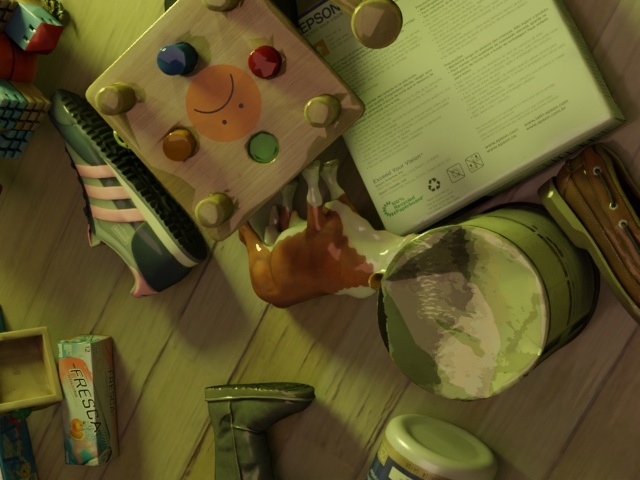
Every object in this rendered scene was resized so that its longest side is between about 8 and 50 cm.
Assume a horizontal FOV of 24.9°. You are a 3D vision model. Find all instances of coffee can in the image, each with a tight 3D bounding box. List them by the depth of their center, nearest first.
[{"bbox_3d":[0.207,0.065,1.733,0.202,0.275,0.201,3,97,22],"label":"coffee can"}]

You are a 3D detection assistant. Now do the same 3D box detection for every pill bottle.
[{"bbox_3d":[0.115,0.372,1.878,0.153,0.153,0.264,25,105,18],"label":"pill bottle"}]

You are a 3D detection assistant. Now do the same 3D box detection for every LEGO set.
[{"bbox_3d":[-0.390,-0.338,2.068,0.054,0.023,0.083,-37,69,20],"label":"LEGO set"}]

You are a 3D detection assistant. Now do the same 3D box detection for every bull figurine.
[{"bbox_3d":[0.000,0.000,1.859,0.310,0.101,0.188,-18,86,50],"label":"bull figurine"}]

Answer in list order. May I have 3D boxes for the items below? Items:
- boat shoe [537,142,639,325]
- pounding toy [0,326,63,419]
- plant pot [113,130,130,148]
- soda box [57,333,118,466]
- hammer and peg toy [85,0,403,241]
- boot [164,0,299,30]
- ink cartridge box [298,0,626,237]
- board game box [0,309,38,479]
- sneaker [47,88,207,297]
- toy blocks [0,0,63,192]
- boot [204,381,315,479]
[{"bbox_3d":[0.395,0.019,1.740,0.104,0.111,0.307,-44,80,22],"label":"boat shoe"},{"bbox_3d":[-0.454,0.210,2.071,0.100,0.130,0.141,-27,74,53],"label":"pounding toy"},{"bbox_3d":[-0.245,-0.153,1.997,0.083,0.079,0.083,3,99,22],"label":"plant pot"},{"bbox_3d":[-0.335,0.230,2.093,0.058,0.063,0.183,-1,96,22],"label":"soda box"},{"bbox_3d":[-0.082,-0.208,1.745,0.361,0.127,0.266,-43,90,14],"label":"hammer and peg toy"},{"bbox_3d":[-0.187,-0.307,1.919,0.367,0.146,0.445,4,107,38],"label":"boot"},{"bbox_3d":[0.166,-0.212,1.823,0.324,0.071,0.330,-29,76,23],"label":"ink cartridge box"},{"bbox_3d":[-0.600,0.270,2.195,0.308,0.086,0.301,-10,93,23],"label":"board game box"},{"bbox_3d":[-0.300,-0.062,2.015,0.131,0.112,0.319,-41,80,19],"label":"sneaker"},{"bbox_3d":[-0.490,-0.218,2.005,0.261,0.191,0.381,42,110,23],"label":"toy blocks"},{"bbox_3d":[-0.079,0.301,1.991,0.190,0.076,0.208,-6,88,37],"label":"boot"}]
